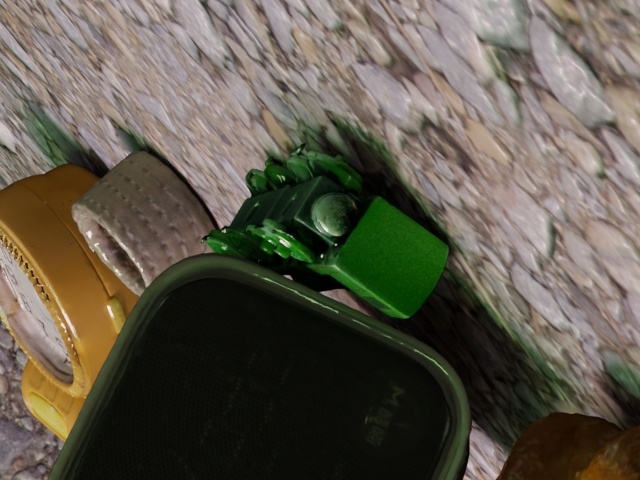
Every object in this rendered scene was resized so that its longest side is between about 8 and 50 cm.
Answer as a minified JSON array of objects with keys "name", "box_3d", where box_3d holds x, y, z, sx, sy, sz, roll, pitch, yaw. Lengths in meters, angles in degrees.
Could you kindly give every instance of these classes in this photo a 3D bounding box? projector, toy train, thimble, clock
[{"name":"projector","box_3d":[-0.035,0.171,1.313,0.248,0.248,0.249,24,171,8]},{"name":"toy train","box_3d":[0.000,0.000,1.271,0.119,0.085,0.251,35,171,-10]},{"name":"thimble","box_3d":[-0.156,-0.015,1.636,0.102,0.090,0.115,20,147,54]},{"name":"clock","box_3d":[-0.240,0.068,1.903,0.244,0.200,0.317,24,144,48]}]

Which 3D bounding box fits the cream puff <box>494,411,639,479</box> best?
[{"name":"cream puff","box_3d":[0.207,0.216,1.106,0.241,0.155,0.269,16,139,54]}]
